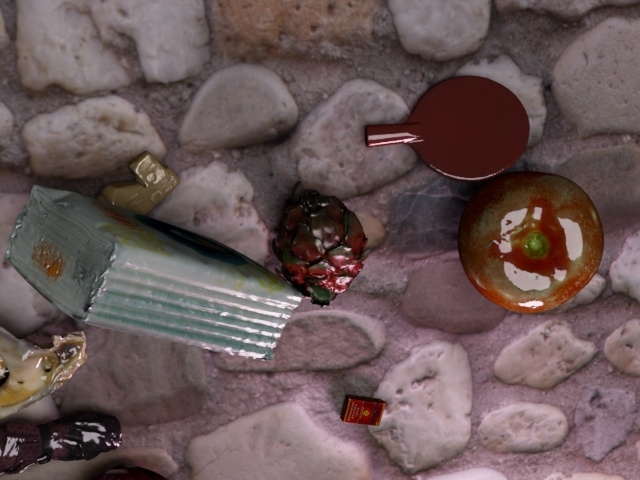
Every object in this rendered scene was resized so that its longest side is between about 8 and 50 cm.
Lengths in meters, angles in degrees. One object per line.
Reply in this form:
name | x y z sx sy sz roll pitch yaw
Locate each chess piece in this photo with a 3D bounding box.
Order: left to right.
chess piece | -0.341 -0.065 1.738 0.200 0.090 0.090 -43 113 -9

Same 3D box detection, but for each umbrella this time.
umbrella | -0.515 0.364 1.784 0.326 0.094 0.090 -5 151 -25

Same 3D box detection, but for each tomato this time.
tomato | 0.391 -0.002 1.898 0.270 0.222 0.270 0 94 4

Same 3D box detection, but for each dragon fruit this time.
dragon fruit | 0.000 0.008 1.811 0.182 0.182 0.189 5 123 -18

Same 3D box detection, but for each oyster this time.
oyster | -0.572 0.215 1.733 0.271 0.100 0.275 30 107 -20

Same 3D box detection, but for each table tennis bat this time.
table tennis bat | 0.237 -0.205 1.859 0.310 0.038 0.200 -5 83 -4

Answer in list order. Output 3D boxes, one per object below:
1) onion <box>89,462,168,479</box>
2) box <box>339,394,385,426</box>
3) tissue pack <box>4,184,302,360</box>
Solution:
onion | -0.353 0.505 1.846 0.207 0.200 0.201 13 101 -7
box | 0.085 0.341 2.008 0.082 0.023 0.052 11 103 -19
tissue pack | -0.263 0.058 1.613 0.388 0.287 0.162 19 95 -45
